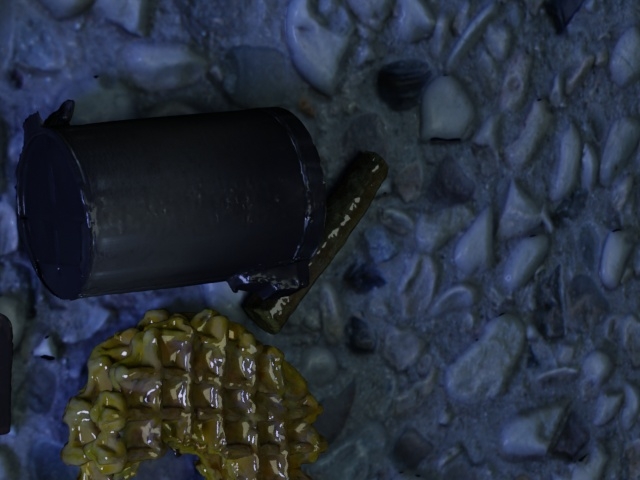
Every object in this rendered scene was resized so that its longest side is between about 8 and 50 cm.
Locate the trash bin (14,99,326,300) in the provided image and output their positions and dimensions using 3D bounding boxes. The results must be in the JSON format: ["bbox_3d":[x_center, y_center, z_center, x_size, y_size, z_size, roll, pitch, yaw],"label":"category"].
[{"bbox_3d":[-0.171,-0.042,1.558,0.302,0.203,0.252,-7,78,-33],"label":"trash bin"}]

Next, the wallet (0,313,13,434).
[{"bbox_3d":[-0.486,0.163,1.488,0.310,0.042,0.165,-8,108,-33],"label":"wallet"}]

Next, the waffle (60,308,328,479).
[{"bbox_3d":[-0.150,0.224,1.662,0.324,0.151,0.261,32,68,-36],"label":"waffle"}]

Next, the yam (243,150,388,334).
[{"bbox_3d":[0.000,0.000,1.785,0.274,0.061,0.061,-53,125,-14],"label":"yam"}]
